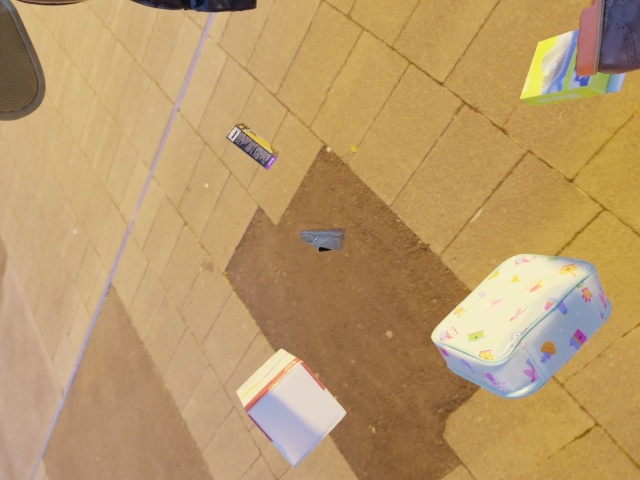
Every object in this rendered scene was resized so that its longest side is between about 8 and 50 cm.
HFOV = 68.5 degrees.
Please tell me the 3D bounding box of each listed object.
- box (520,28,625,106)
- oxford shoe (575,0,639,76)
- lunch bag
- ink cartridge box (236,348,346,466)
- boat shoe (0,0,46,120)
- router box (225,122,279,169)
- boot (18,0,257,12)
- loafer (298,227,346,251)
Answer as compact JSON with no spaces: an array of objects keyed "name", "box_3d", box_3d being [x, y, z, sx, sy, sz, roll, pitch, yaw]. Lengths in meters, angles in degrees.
[{"name":"box","box_3d":[0.416,-0.286,0.769,0.178,0.042,0.109,-150,77,-72]},{"name":"oxford shoe","box_3d":[0.384,-0.347,0.577,0.098,0.097,0.272,9,123,29]},{"name":"lunch bag","box_3d":[0.351,0.140,0.840,0.108,0.279,0.224,57,163,-12]},{"name":"ink cartridge box","box_3d":[-0.061,0.295,0.862,0.128,0.127,0.176,50,164,-7]},{"name":"boat shoe","box_3d":[-0.346,-0.260,0.406,0.103,0.113,0.303,19,125,27]},{"name":"router box","box_3d":[-0.176,-0.254,1.255,0.133,0.179,0.046,38,100,-12]},{"name":"boot","box_3d":[-0.326,-0.420,0.724,0.445,0.366,0.146,-128,24,-46]},{"name":"loafer","box_3d":[0.000,0.000,1.009,0.148,0.056,0.050,1,95,58]}]
